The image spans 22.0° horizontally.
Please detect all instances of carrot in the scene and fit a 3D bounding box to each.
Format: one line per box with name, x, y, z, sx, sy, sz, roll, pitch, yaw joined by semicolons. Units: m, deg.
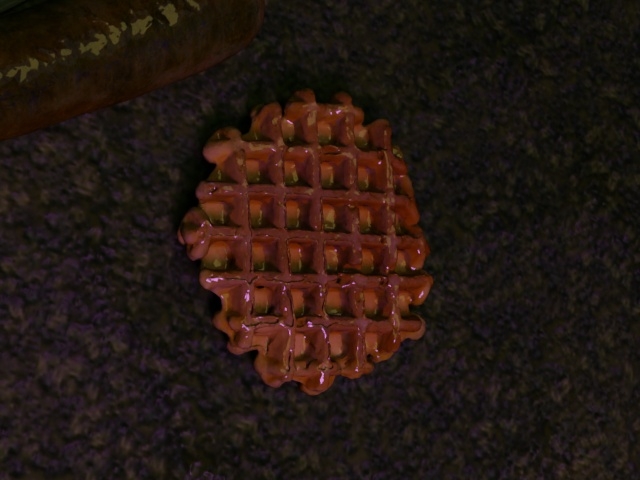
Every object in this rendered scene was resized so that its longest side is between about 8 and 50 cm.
carrot;-0.185;-0.087;0.901;0.358;0.074;0.074;-24;95;-30

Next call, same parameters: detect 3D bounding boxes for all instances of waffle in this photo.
waffle;-0.004;-0.001;1.014;0.191;0.038;0.191;5;81;-30

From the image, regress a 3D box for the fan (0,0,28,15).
fan;-0.167;-0.152;0.953;0.193;0.016;0.038;-29;95;-31
